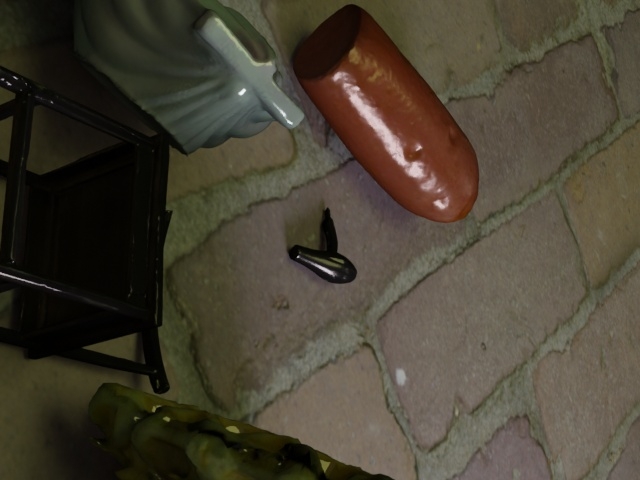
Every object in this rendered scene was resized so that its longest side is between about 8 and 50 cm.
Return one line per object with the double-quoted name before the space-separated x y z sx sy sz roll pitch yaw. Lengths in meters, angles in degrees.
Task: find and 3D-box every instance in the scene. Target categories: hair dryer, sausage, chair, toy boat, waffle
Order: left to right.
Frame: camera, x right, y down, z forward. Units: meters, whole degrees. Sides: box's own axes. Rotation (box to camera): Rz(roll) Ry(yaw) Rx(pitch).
"chair" -0.167 0.004 0.866 0.260 0.141 0.154 23 60 -46
"toy boat" -0.115 -0.139 0.947 0.100 0.290 0.199 -49 118 -4
"waffle" -0.009 0.188 0.893 0.297 0.317 0.073 40 71 -59
"hair dryer" 0.000 0.000 1.207 0.079 0.031 0.083 25 44 -38
"sausage" 0.079 -0.118 1.283 0.259 0.114 0.113 48 43 -32
